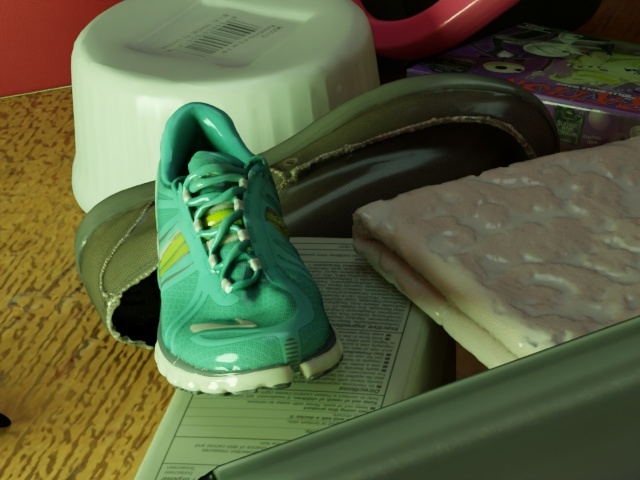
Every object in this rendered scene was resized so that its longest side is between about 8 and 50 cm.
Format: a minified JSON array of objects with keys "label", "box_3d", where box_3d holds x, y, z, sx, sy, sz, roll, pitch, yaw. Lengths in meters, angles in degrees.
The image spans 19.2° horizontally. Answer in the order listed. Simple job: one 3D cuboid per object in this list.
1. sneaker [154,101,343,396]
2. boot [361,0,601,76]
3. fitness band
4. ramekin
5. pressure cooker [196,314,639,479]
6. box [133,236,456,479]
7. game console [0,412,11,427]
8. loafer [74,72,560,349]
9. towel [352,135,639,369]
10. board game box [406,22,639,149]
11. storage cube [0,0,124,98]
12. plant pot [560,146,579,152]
[{"label":"sneaker","box_3d":[-0.060,0.005,1.133,0.107,0.110,0.275,-12,29,-9]},{"label":"boot","box_3d":[0.117,-0.227,1.798,0.305,0.112,0.115,-13,19,-12]},{"label":"fitness band","box_3d":[0.112,-0.282,1.626,0.054,0.291,0.209,12,48,-53]},{"label":"ramekin","box_3d":[-0.078,-0.118,1.584,0.277,0.135,0.277,-4,28,2]},{"label":"pressure cooker","box_3d":[0.175,0.203,0.693,0.420,0.370,0.375,-20,56,-6]},{"label":"box","box_3d":[-0.008,0.123,1.148,0.148,0.121,0.311,3,30,13]},{"label":"game console","box_3d":[-0.294,0.129,1.294,0.122,0.071,0.107,22,68,40]},{"label":"loafer","box_3d":[0.000,0.000,1.343,0.366,0.134,0.130,-21,34,11]},{"label":"towel","box_3d":[0.237,0.023,1.167,0.332,0.053,0.317,-13,34,-29]},{"label":"board game box","box_3d":[0.271,-0.118,1.595,0.347,0.056,0.208,15,29,31]},{"label":"storage cube","box_3d":[-0.282,-0.264,1.820,0.215,0.193,0.183,-10,29,-12]},{"label":"plant pot","box_3d":[0.162,-0.007,1.456,0.236,0.032,0.236,-3,28,2]}]
